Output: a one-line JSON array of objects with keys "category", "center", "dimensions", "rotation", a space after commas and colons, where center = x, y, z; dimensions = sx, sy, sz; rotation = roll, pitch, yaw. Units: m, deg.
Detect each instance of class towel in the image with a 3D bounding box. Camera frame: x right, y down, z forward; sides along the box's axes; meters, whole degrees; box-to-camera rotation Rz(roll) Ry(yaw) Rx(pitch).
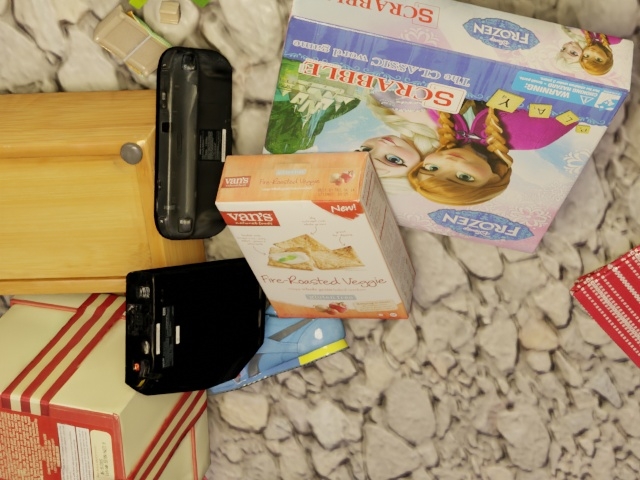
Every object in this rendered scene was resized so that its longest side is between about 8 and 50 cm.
[{"category": "towel", "center": [0.447, 0.045, 1.565], "dimensions": [0.275, 0.031, 0.199], "rotation": [-35, 114, 24]}]

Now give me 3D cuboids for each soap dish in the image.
[{"category": "soap dish", "center": [-0.283, -0.046, 1.517], "dimensions": [0.291, 0.118, 0.229], "rotation": [-1, 120, 7]}]

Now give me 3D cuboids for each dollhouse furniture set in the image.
[{"category": "dollhouse furniture set", "center": [-0.166, -0.242, 1.448], "dimensions": [0.076, 0.058, 0.152], "rotation": [34, 137, -23]}]

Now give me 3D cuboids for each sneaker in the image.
[{"category": "sneaker", "center": [-0.066, 0.123, 1.639], "dimensions": [0.209, 0.069, 0.082], "rotation": [-23, 87, 24]}]

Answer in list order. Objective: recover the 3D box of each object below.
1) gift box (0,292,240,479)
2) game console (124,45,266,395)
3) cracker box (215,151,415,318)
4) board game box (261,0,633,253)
[{"category": "gift box", "center": [-0.247, 0.212, 1.581], "dimensions": [0.276, 0.258, 0.255], "rotation": [11, 120, 12]}, {"category": "game console", "center": [-0.127, -0.021, 1.471], "dimensions": [0.044, 0.213, 0.361], "rotation": [4, 95, 29]}, {"category": "cracker box", "center": [0.000, 0.000, 1.486], "dimensions": [0.156, 0.067, 0.232], "rotation": [-1, 145, 19]}, {"category": "board game box", "center": [0.107, -0.117, 1.393], "dimensions": [0.319, 0.066, 0.318], "rotation": [12, 150, -2]}]
